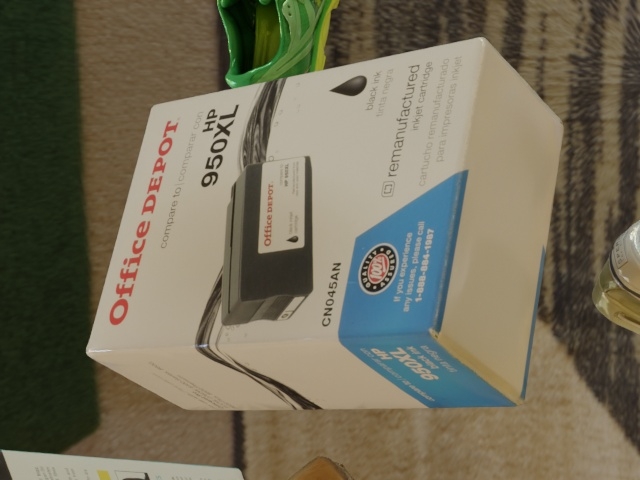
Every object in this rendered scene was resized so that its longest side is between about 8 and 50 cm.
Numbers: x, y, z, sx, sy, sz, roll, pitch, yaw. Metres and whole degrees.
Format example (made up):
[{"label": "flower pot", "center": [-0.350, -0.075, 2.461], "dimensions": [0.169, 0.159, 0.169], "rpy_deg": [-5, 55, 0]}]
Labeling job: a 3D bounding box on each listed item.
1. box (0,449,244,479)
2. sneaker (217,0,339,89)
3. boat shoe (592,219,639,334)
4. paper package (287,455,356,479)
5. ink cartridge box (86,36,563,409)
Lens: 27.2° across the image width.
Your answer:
[{"label": "box", "center": [-0.123, 0.186, 0.787], "dimensions": [0.060, 0.244, 0.100], "rpy_deg": [-42, 58, 21]}, {"label": "sneaker", "center": [-0.044, -0.287, 1.495], "dimensions": [0.109, 0.123, 0.295], "rpy_deg": [-3, 74, 34]}, {"label": "boat shoe", "center": [0.388, 0.074, 1.176], "dimensions": [0.302, 0.109, 0.094], "rpy_deg": [26, 144, -1]}, {"label": "paper package", "center": [-0.011, 0.468, 1.581], "dimensions": [0.325, 0.168, 0.309], "rpy_deg": [-42, 70, -3]}, {"label": "ink cartridge box", "center": [0.000, 0.000, 1.237], "dimensions": [0.395, 0.166, 0.285], "rpy_deg": [-7, 60, 36]}]
